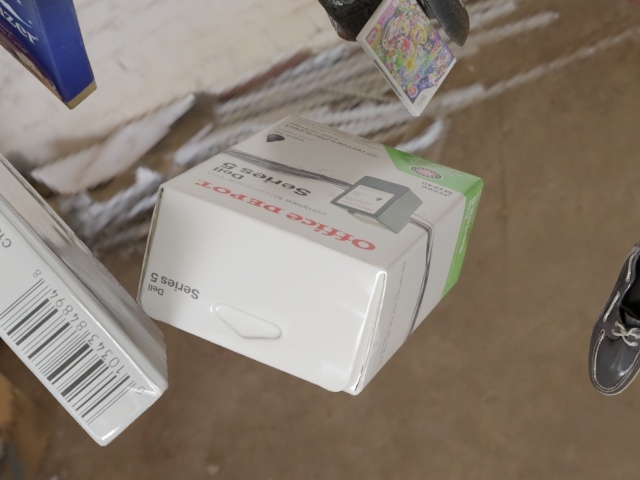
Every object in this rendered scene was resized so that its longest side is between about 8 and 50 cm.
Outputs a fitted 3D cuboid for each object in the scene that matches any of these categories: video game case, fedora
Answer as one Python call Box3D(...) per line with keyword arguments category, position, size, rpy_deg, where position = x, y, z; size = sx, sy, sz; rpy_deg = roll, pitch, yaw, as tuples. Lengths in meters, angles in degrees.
Box3D(category="video game case", position=(0.095, -0.207, 1.499), size=(0.011, 0.122, 0.087), rpy_deg=(9, 57, 47))
Box3D(category="fedora", position=(0.046, -0.348, 1.620), size=(0.152, 0.334, 0.334), rpy_deg=(-27, 33, 11))

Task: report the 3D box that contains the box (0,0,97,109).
Box3D(category="box", position=(-0.230, -0.197, 0.993), size=(0.136, 0.225, 0.036), rpy_deg=(42, 71, 15))

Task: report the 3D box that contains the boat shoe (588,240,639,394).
Box3D(category="boat shoe", position=(0.369, 0.094, 1.669), size=(0.075, 0.065, 0.206), rpy_deg=(23, 103, 21))

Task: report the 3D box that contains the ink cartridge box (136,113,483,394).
Box3D(category="ink cartridge box", position=(0.000, 0.000, 1.167), size=(0.198, 0.115, 0.273), rpy_deg=(20, 23, 15))

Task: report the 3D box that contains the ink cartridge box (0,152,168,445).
Box3D(category="ink cartridge box", position=(-0.243, -0.009, 1.028), size=(0.071, 0.324, 0.330), rpy_deg=(-42, 6, -5))
